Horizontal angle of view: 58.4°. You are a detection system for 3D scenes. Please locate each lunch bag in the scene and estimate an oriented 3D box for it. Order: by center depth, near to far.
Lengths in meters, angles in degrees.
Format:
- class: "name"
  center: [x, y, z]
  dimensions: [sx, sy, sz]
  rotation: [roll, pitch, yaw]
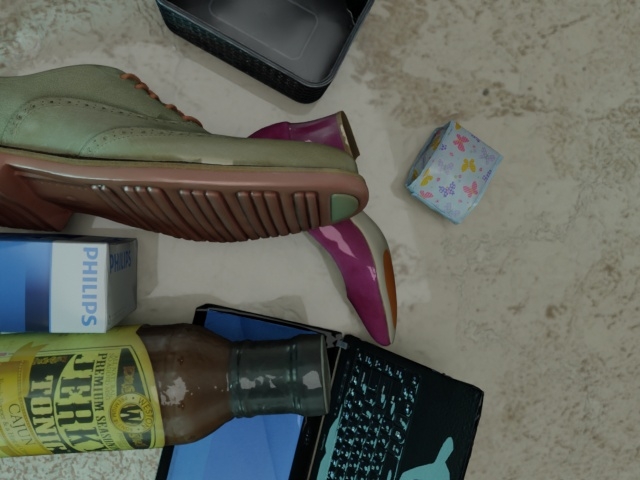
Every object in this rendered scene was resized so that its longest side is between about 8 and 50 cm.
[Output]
- class: "lunch bag"
  center: [0.132, -0.068, 0.588]
  dimensions: [0.071, 0.053, 0.083]
  rotation: [31, 79, -10]

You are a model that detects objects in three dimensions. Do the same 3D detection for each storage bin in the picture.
- class: "storage bin"
  center: [-0.052, -0.225, 0.539]
  dimensions: [0.180, 0.084, 0.122]
  rotation: [28, 89, -9]

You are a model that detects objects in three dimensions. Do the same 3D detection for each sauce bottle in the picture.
- class: "sauce bottle"
  center: [-0.165, 0.126, 0.504]
  dimensions: [0.345, 0.111, 0.111]
  rotation: [-6, 94, 3]

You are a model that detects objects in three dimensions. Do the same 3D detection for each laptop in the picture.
- class: "laptop"
  center: [-0.018, 0.207, 0.539]
  dimensions: [0.137, 0.264, 0.234]
  rotation: [12, 93, -45]

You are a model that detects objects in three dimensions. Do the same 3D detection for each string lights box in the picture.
- class: "string lights box"
  center: [-0.303, 0.031, 0.494]
  dimensions: [0.260, 0.133, 0.076]
  rotation: [2, 91, -7]

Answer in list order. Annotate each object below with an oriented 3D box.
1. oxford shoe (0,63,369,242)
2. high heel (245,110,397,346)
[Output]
- class: "oxford shoe"
  center: [-0.154, -0.087, 0.489]
  dimensions: [0.397, 0.140, 0.146]
  rotation: [5, 71, 0]
- class: "high heel"
  center: [0.000, 0.000, 0.572]
  dimensions: [0.117, 0.082, 0.244]
  rotation: [-14, 107, 17]
